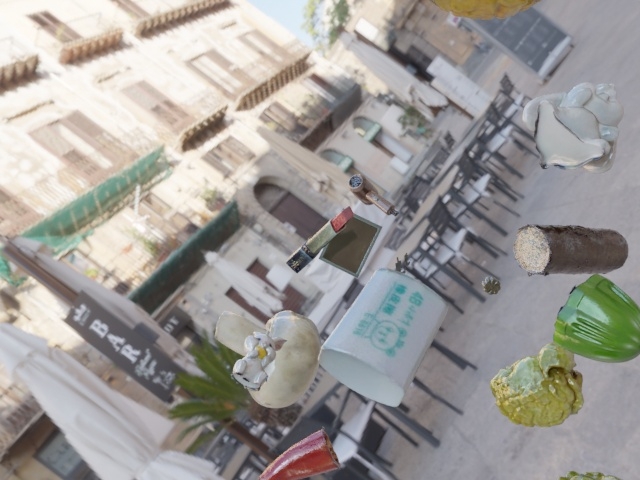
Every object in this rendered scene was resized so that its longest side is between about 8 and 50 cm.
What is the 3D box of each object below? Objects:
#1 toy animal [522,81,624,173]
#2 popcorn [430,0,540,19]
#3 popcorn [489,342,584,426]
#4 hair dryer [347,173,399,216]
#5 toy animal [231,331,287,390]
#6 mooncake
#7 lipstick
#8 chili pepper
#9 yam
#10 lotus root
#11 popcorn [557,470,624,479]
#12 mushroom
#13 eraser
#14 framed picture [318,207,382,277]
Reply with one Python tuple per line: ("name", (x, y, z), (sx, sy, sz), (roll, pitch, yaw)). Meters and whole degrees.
("toy animal", (0.675, -0.288, 1.578), (0.289, 0.249, 0.174), (-15, -24, -24))
("popcorn", (0.415, -0.711, 1.516), (0.354, 0.390, 0.344), (-39, -40, -1))
("popcorn", (0.659, 0.445, 1.799), (0.286, 0.225, 0.174), (-42, 9, 30))
("hair dryer", (0.169, -0.128, 1.850), (0.064, 0.181, 0.117), (-51, -35, 1))
("toy animal", (-0.117, 0.222, 1.164), (0.085, 0.071, 0.124), (98, -168, -57))
("mooncake", (0.386, 0.102, 1.848), (0.057, 0.346, 0.150), (-130, 38, -74))
("lipstick", (0.000, 0.000, 1.636), (0.051, 0.051, 0.312), (-45, 2, -39))
("chili pepper", (-0.050, 0.446, 1.201), (0.169, 0.088, 0.065), (-26, 4, 4))
("yam", (0.606, 0.026, 1.477), (0.131, 0.279, 0.131), (-8, 81, 64))
("lotus root", (0.596, 0.182, 1.235), (0.186, 0.186, 0.186), (-54, -1, -1))
("popcorn", (0.503, 0.552, 1.131), (0.270, 0.224, 0.258), (-41, -30, 21))
("mushroom", (-0.168, 0.339, 1.852), (0.314, 0.336, 0.314), (25, -90, -89))
("eraser", (0.140, 0.194, 1.286), (0.290, 0.189, 0.104), (-49, -15, -48))
("framed picture", (0.095, 0.008, 1.940), (0.183, 0.142, 0.011), (-64, -5, -2))
